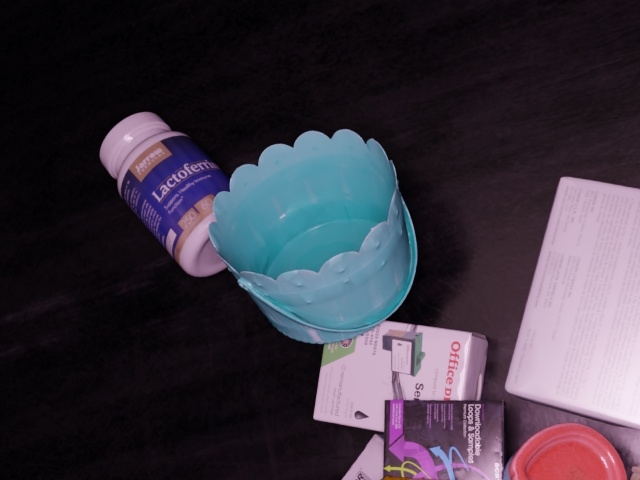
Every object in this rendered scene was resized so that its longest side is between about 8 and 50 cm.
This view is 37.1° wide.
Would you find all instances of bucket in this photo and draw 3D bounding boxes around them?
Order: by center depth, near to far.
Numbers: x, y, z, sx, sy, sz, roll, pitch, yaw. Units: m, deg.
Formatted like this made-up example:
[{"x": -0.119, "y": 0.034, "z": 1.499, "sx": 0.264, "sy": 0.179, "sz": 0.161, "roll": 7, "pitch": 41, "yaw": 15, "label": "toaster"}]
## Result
[{"x": 0.000, "y": 0.000, "z": 1.358, "sx": 0.281, "sy": 0.183, "sz": 0.281, "roll": -12, "pitch": 47, "yaw": 13, "label": "bucket"}]

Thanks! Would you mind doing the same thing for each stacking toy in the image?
[{"x": 0.304, "y": 0.401, "z": 1.149, "sx": 0.279, "sy": 0.130, "sz": 0.309, "roll": -32, "pitch": 75, "yaw": -31, "label": "stacking toy"}]

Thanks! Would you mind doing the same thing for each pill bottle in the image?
[{"x": -0.230, "y": -0.079, "z": 1.536, "sx": 0.153, "sy": 0.153, "sz": 0.265, "roll": -48, "pitch": 67, "yaw": 8, "label": "pill bottle"}]

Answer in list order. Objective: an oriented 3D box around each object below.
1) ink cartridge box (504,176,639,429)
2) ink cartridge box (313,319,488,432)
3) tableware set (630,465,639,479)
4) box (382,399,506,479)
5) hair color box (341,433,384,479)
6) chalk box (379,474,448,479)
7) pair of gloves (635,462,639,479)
[{"x": 0.464, "y": 0.103, "z": 1.240, "sx": 0.385, "sy": 0.091, "sz": 0.308, "roll": 14, "pitch": 82, "yaw": 24, "label": "ink cartridge box"}, {"x": 0.116, "y": 0.197, "z": 1.371, "sx": 0.219, "sy": 0.092, "sz": 0.160, "roll": 5, "pitch": 82, "yaw": 24, "label": "ink cartridge box"}, {"x": 0.451, "y": 0.373, "z": 1.216, "sx": 0.141, "sy": 0.020, "sz": 0.169, "roll": 17, "pitch": 108, "yaw": 29, "label": "tableware set"}, {"x": 0.164, "y": 0.269, "z": 1.263, "sx": 0.162, "sy": 0.029, "sz": 0.116, "roll": -3, "pitch": 71, "yaw": 14, "label": "box"}, {"x": 0.173, "y": 0.452, "z": 1.289, "sx": 0.374, "sy": 0.113, "sz": 0.185, "roll": 38, "pitch": 95, "yaw": 23, "label": "hair color box"}, {"x": 0.121, "y": 0.413, "z": 1.172, "sx": 0.132, "sy": 0.132, "sz": 0.213, "roll": -1, "pitch": 91, "yaw": 22, "label": "chalk box"}, {"x": 0.531, "y": 0.242, "z": 1.201, "sx": 0.240, "sy": 0.042, "sz": 0.204, "roll": 13, "pitch": 88, "yaw": 32, "label": "pair of gloves"}]
